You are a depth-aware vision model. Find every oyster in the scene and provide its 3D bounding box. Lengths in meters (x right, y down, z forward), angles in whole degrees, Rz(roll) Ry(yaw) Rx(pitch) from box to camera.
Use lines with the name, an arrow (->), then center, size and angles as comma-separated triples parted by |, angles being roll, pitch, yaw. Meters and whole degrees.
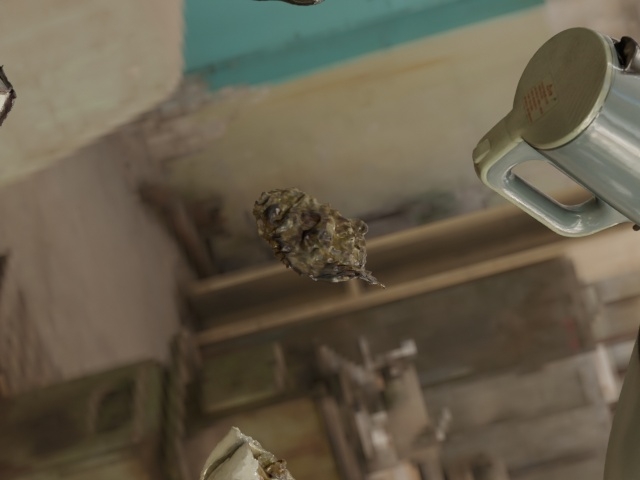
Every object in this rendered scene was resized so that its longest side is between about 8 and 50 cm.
oyster -> -0.006, -0.004, 1.783 | 0.177, 0.105, 0.056 | 49, -51, 55

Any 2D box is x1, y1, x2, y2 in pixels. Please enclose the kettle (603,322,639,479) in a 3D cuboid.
kettle -> 0.252, 0.109, 1.100 | 0.236, 0.161, 0.221 | 91, 3, -53

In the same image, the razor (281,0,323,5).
razor -> -0.026, -0.239, 1.424 | 0.148, 0.090, 0.054 | -87, -175, -52

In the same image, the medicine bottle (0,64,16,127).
medicine bottle -> -0.318, -0.135, 1.176 | 0.201, 0.052, 0.171 | 1, 38, -45

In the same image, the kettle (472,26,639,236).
kettle -> 0.275, -0.080, 1.666 | 0.243, 0.210, 0.160 | 24, 45, -32

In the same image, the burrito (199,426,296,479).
burrito -> -0.139, 0.321, 1.470 | 0.117, 0.076, 0.392 | 49, 61, -28
